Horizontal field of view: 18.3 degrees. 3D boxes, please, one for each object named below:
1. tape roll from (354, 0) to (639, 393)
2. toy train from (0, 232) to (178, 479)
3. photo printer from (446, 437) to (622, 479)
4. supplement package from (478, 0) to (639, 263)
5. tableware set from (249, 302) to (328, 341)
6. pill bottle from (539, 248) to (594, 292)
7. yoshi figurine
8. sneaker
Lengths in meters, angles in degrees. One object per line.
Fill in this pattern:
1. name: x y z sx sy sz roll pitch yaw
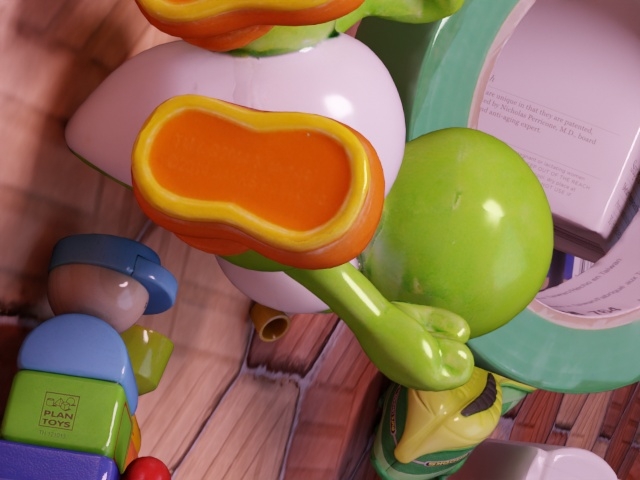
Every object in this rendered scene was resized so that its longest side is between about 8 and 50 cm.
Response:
1. tape roll: 0.159 -0.069 1.220 0.321 0.077 0.321 -8 105 -33
2. toy train: -0.110 0.107 1.004 0.248 0.105 0.143 86 14 -65
3. photo printer: 0.151 0.307 1.829 0.307 0.107 0.256 168 -57 -76
4. supplement package: 0.187 -0.152 1.415 0.293 0.175 0.177 -67 162 -4
5. tableware set: 0.000 0.000 1.224 0.104 0.024 0.154 -1 131 -38
6. pill bottle: 0.205 -0.014 1.675 0.123 0.122 0.219 77 21 -62
7. yoshi figurine: 0.028 -0.034 0.947 0.203 0.203 0.362 -43 166 -2
8. sneaker: 0.102 0.133 1.683 0.123 0.109 0.295 -46 173 18
